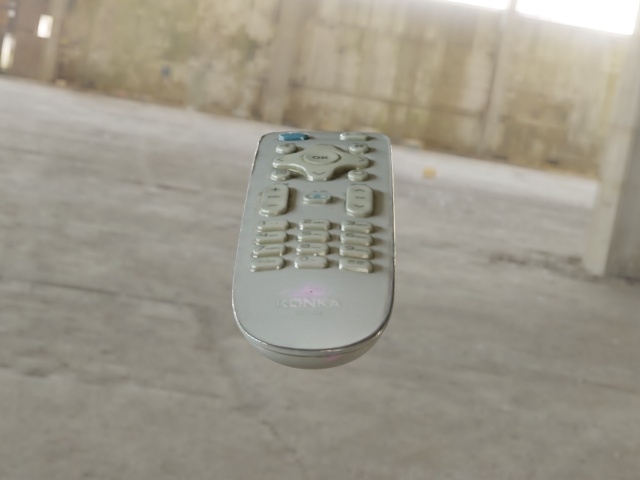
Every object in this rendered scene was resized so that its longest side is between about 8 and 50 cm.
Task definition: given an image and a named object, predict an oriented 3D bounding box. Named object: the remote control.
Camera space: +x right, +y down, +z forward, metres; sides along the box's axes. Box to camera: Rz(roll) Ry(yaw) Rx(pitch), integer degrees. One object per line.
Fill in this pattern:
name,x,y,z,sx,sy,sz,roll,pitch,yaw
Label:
remote control,0.000,0.000,0.712,0.073,0.044,0.229,-2,26,2
